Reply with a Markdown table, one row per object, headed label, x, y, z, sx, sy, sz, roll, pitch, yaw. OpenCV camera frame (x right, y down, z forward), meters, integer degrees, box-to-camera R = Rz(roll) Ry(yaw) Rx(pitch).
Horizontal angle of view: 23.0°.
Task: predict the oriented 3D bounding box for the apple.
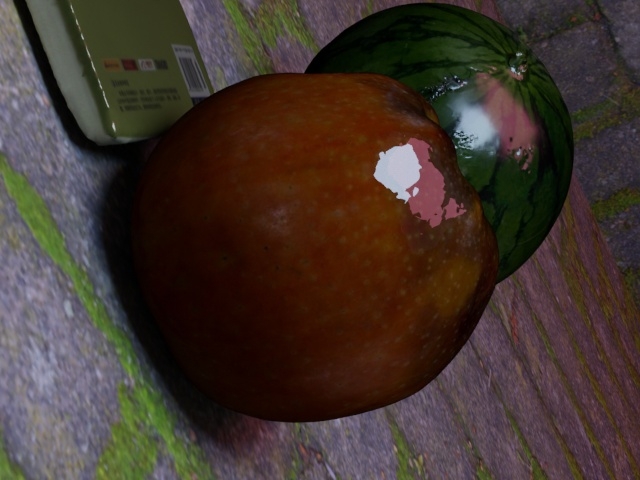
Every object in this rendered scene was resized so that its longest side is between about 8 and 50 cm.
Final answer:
| label | x | y | z | sx | sy | sz | roll | pitch | yaw |
| --- | --- | --- | --- | --- | --- | --- | --- | --- | --- |
| apple | 0.000 | 0.000 | 0.980 | 0.230 | 0.230 | 0.230 | 56 | 21 | -36 |

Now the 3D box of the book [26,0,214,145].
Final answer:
| label | x | y | z | sx | sy | sz | roll | pitch | yaw |
| --- | --- | --- | --- | --- | --- | --- | --- | --- | --- |
| book | -0.164 | -0.230 | 1.046 | 0.352 | 0.035 | 0.239 | 69 | 15 | 0 |

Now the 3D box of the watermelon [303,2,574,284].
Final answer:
| label | x | y | z | sx | sy | sz | roll | pitch | yaw |
| --- | --- | --- | --- | --- | --- | --- | --- | --- | --- |
| watermelon | 0.087 | -0.072 | 1.274 | 0.242 | 0.242 | 0.242 | 56 | 21 | -36 |
